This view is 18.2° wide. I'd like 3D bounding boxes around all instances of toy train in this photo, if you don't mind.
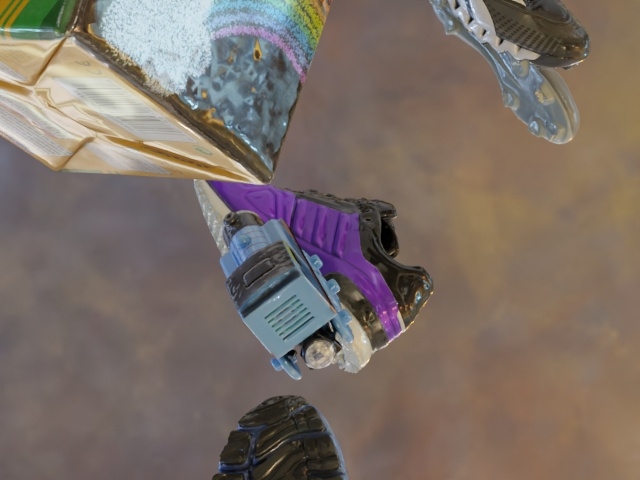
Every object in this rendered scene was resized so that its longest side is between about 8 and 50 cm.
[{"bbox_3d":[-0.034,0.038,1.667,0.080,0.105,0.184,-35,-149,4],"label":"toy train"}]

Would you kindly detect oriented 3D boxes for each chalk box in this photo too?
[{"bbox_3d":[-0.097,-0.198,1.098,0.179,0.289,0.180,3,158,40],"label":"chalk box"}]

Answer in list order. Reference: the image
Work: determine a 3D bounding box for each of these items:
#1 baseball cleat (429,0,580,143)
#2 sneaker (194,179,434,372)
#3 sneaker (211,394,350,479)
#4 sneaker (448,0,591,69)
[{"bbox_3d":[0.193,-0.182,1.850,0.109,0.206,0.072,-25,158,-32],"label":"baseball cleat"},{"bbox_3d":[0.000,0.001,1.943,0.146,0.293,0.102,-36,144,-15],"label":"sneaker"},{"bbox_3d":[-0.003,0.194,1.103,0.083,0.221,0.087,-15,164,11],"label":"sneaker"},{"bbox_3d":[0.144,-0.241,1.704,0.078,0.234,0.106,-31,155,-40],"label":"sneaker"}]
